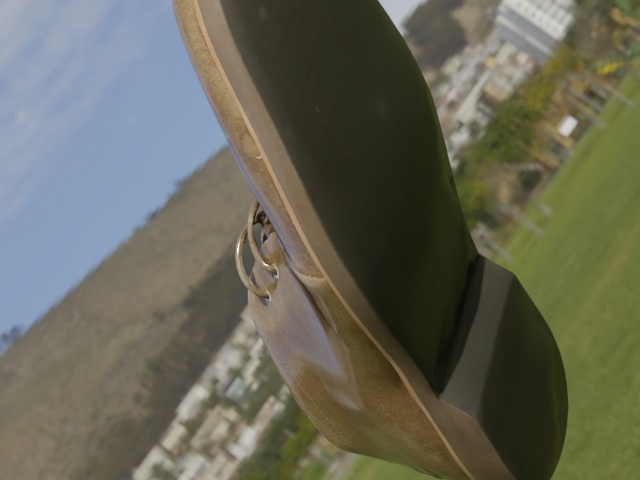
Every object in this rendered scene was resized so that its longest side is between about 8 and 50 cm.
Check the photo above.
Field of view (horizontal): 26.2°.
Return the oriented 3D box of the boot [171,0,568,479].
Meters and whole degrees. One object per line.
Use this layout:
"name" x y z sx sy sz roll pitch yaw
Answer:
"boot" 0.000 0.000 0.574 0.305 0.115 0.112 61 -138 -35
